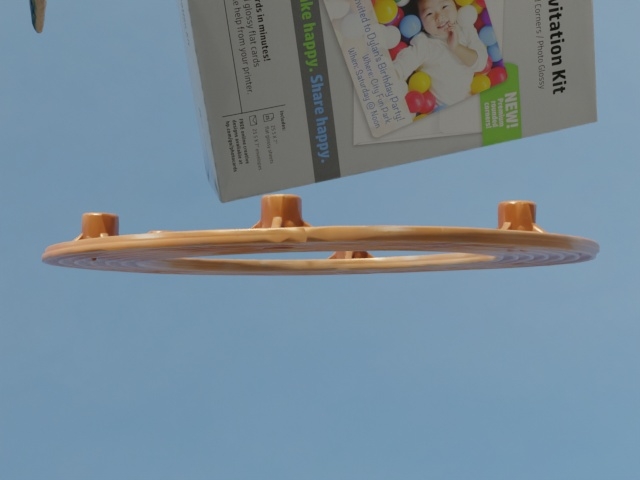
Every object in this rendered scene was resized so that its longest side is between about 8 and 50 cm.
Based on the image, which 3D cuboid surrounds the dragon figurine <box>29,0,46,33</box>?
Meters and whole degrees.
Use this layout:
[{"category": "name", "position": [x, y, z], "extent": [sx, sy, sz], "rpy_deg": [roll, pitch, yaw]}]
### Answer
[{"category": "dragon figurine", "position": [-0.256, -0.183, 0.623], "extent": [0.289, 0.144, 0.085], "rpy_deg": [18, -91, -46]}]

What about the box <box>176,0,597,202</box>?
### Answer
[{"category": "box", "position": [0.030, -0.106, 0.627], "extent": [0.186, 0.038, 0.145], "rpy_deg": [-13, -65, -12]}]

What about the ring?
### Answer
[{"category": "ring", "position": [0.000, 0.000, 0.854], "extent": [0.337, 0.336, 0.032], "rpy_deg": [2, -95, -25]}]
